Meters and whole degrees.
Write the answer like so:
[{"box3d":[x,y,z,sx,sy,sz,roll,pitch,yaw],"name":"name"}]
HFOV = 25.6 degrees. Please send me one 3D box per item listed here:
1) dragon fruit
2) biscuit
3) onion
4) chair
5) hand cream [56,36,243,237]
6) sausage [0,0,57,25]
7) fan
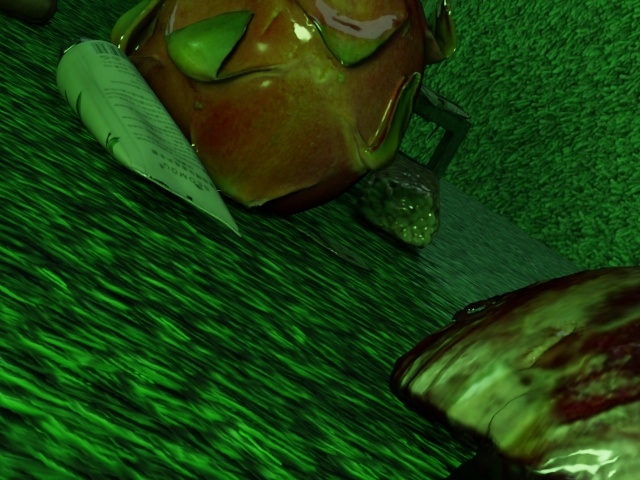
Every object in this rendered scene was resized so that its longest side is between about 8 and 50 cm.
[{"box3d":[-0.026,-0.135,0.986,0.224,0.227,0.224,28,-2,1],"name":"dragon fruit"},{"box3d":[0.078,-0.037,1.340,0.082,0.070,0.168,23,9,2],"name":"biscuit"},{"box3d":[0.175,0.077,0.653,0.314,0.146,0.280,22,6,-30],"name":"onion"},{"box3d":[0.091,-0.179,1.560,0.136,0.270,0.147,26,7,-41],"name":"chair"},{"box3d":[-0.114,-0.069,0.860,0.080,0.050,0.234,31,10,-35],"name":"hand cream"},{"box3d":[-0.284,-0.222,1.210,0.043,0.043,0.186,34,8,23],"name":"sausage"},{"box3d":[0.008,0.005,0.999,0.060,0.003,0.080,35,7,32],"name":"fan"}]
